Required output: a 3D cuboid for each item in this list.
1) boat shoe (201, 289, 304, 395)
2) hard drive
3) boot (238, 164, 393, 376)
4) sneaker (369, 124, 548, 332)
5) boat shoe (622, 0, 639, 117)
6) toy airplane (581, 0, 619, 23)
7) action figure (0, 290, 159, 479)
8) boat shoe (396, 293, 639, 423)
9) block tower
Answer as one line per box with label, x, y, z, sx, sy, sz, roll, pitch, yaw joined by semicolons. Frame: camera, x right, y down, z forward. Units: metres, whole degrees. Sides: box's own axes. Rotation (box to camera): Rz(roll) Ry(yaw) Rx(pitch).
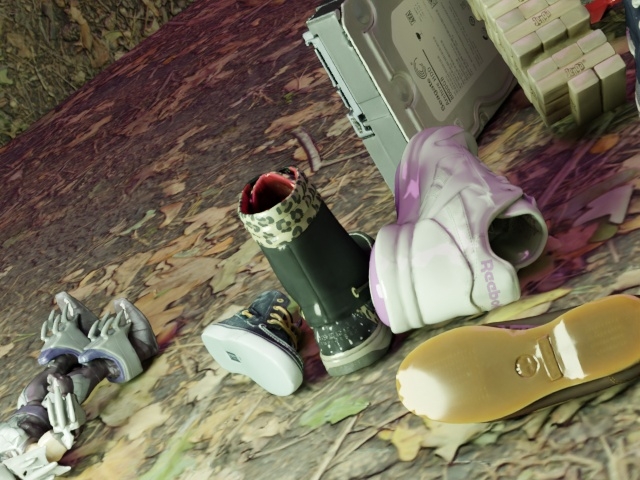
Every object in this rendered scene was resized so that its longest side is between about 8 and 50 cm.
boat shoe;-0.046;0.089;1.204;0.083;0.065;0.183;-38;20;-18
hard drive;0.127;-0.231;1.489;0.064;0.236;0.339;-15;23;40
boot;0.002;0.000;1.185;0.085;0.178;0.236;-25;21;13
sneaker;0.139;-0.016;1.180;0.152;0.114;0.305;-8;30;17
boat shoe;0.345;-0.213;1.254;0.127;0.158;0.340;-24;20;17
toy airplane;0.398;-0.324;1.643;0.151;0.028;0.151;-25;30;15
action figure;-0.286;0.170;1.305;0.185;0.099;0.285;-11;30;32
boat shoe;0.159;0.090;0.927;0.207;0.073;0.073;-15;-13;28
block tower;0.205;-0.279;1.379;0.091;0.335;0.097;-30;-22;2
